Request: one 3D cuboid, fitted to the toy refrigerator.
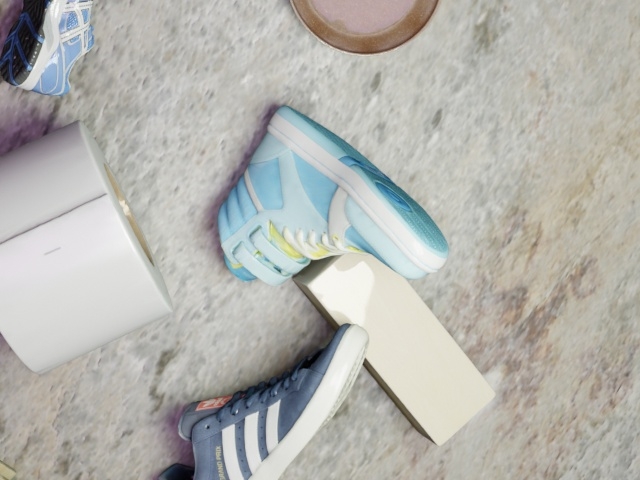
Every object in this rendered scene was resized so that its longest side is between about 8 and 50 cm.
[{"bbox_3d":[0.092,0.121,1.484,0.102,0.094,0.269,-41,103,-8],"label":"toy refrigerator"}]

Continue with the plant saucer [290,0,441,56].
[{"bbox_3d":[0.053,-0.325,1.436,0.198,0.036,0.198,-1,98,-8],"label":"plant saucer"}]

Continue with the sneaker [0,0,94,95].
[{"bbox_3d":[-0.303,-0.269,1.379,0.081,0.080,0.211,28,83,-51],"label":"sneaker"}]

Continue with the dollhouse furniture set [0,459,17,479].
[{"bbox_3d":[-0.403,0.386,1.391,0.161,0.212,0.242,-43,127,0],"label":"dollhouse furniture set"}]

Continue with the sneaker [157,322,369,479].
[{"bbox_3d":[-0.081,0.215,1.424,0.148,0.131,0.350,38,108,8],"label":"sneaker"}]

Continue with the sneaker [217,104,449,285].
[{"bbox_3d":[0.000,0.000,1.369,0.127,0.319,0.208,27,103,-44],"label":"sneaker"}]

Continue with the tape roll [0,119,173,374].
[{"bbox_3d":[-0.292,0.007,1.328,0.169,0.246,0.246,-25,102,-5],"label":"tape roll"}]
